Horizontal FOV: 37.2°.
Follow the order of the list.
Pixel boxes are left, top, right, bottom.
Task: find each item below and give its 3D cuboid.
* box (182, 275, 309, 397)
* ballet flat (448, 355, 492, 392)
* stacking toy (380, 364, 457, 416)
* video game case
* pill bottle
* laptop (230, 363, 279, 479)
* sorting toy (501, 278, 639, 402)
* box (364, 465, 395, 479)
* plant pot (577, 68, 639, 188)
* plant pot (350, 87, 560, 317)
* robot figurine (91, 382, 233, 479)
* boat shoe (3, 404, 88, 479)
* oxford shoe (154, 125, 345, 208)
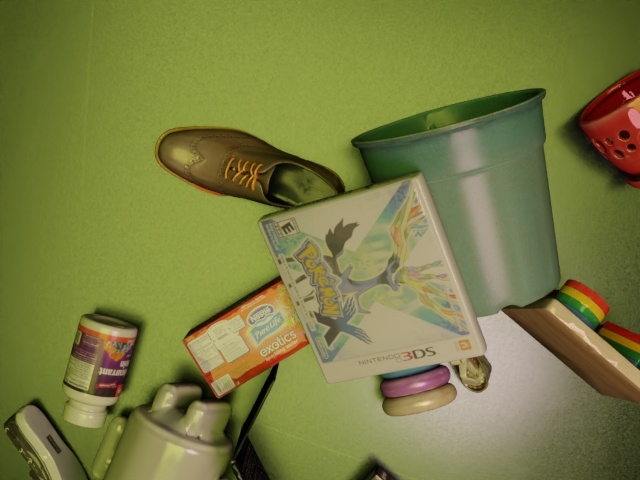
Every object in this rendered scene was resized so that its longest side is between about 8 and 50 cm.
[{"bbox_3d":[-0.110,0.162,1.750,0.257,0.122,0.128,-32,94,0],"label":"box"},{"bbox_3d":[0.260,0.209,1.732,0.072,0.213,0.068,-7,50,29],"label":"ballet flat"},{"bbox_3d":[0.147,0.149,1.760,0.141,0.141,0.330,-14,87,0],"label":"stacking toy"},{"bbox_3d":[0.085,0.073,1.594,0.300,0.036,0.329,-15,108,25],"label":"video game case"},{"bbox_3d":[-0.413,0.241,1.758,0.108,0.108,0.193,16,93,-2],"label":"pill bottle"},{"bbox_3d":[-0.079,0.374,1.707,0.136,0.234,0.264,-27,92,1],"label":"laptop"},{"bbox_3d":[0.481,0.171,1.697,0.257,0.255,0.089,40,83,-2],"label":"sorting toy"},{"bbox_3d":[0.096,0.570,1.789,0.183,0.056,0.231,43,99,2],"label":"box"},{"bbox_3d":[0.589,-0.202,1.714,0.191,0.191,0.174,-38,102,1],"label":"plant pot"},{"bbox_3d":[0.258,-0.060,1.661,0.341,0.341,0.334,-15,102,0],"label":"plant pot"},{"bbox_3d":[-0.286,0.436,1.723,0.300,0.200,0.353,25,93,29],"label":"robot figurine"},{"bbox_3d":[-0.517,0.420,1.786,0.076,0.080,0.228,-31,96,18],"label":"boat shoe"},{"bbox_3d":[-0.127,-0.132,1.730,0.363,0.133,0.130,13,93,-1],"label":"oxford shoe"}]
